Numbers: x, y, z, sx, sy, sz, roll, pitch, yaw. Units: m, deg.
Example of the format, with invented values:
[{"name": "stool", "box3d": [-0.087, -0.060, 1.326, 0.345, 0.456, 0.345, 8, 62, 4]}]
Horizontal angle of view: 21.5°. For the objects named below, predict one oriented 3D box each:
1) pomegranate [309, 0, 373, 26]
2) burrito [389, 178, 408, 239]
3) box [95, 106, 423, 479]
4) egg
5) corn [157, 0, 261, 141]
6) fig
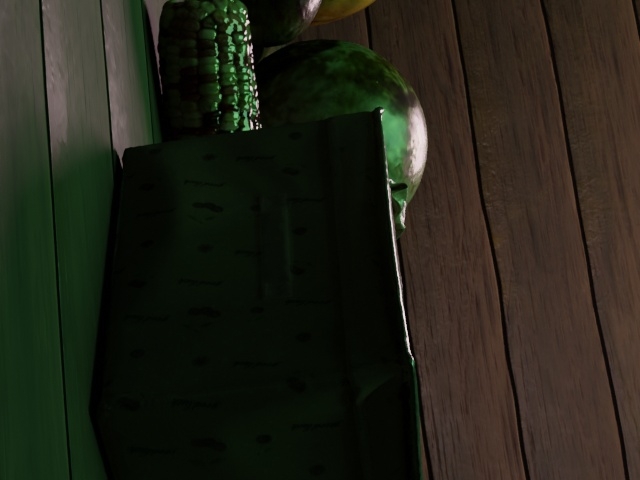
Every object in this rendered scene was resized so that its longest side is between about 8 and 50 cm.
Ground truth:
[{"name": "pomegranate", "box3d": [-0.018, -0.409, 2.135, 0.307, 0.307, 0.307, -8, 90, -88]}, {"name": "burrito", "box3d": [0.000, 0.000, 1.733, 0.275, 0.059, 0.082, -25, -131, 46]}, {"name": "box", "box3d": [-0.031, 0.087, 1.119, 0.297, 0.190, 0.225, -92, 174, -56]}, {"name": "egg", "box3d": [0.006, -0.117, 1.950, 0.289, 0.238, 0.238, -69, 152, -70]}, {"name": "corn", "box3d": [-0.092, -0.087, 1.460, 0.086, 0.086, 0.253, -66, 151, -85]}, {"name": "fig", "box3d": [-0.076, -0.254, 1.953, 0.245, 0.149, 0.149, 103, -15, -55]}]
